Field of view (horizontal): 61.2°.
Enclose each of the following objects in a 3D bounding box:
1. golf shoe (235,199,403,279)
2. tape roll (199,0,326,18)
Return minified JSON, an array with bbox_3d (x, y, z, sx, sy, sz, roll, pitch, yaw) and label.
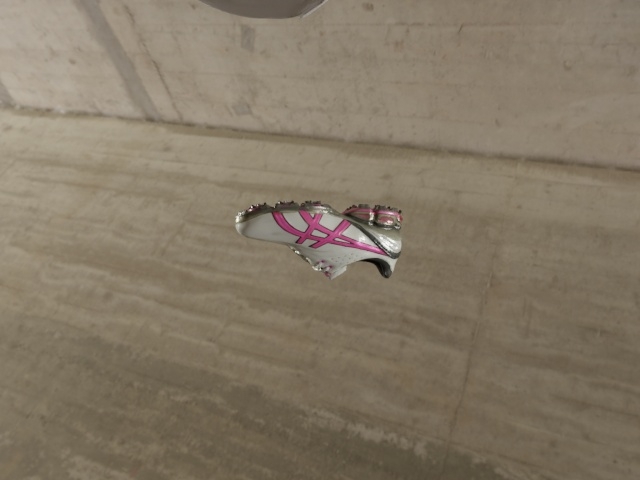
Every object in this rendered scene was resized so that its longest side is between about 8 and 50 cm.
[{"bbox_3d":[0.000,0.000,0.586,0.186,0.086,0.067,4,-2,-9],"label":"golf shoe"},{"bbox_3d":[-0.061,-0.329,0.426,0.286,0.100,0.286,18,-36,13],"label":"tape roll"}]
